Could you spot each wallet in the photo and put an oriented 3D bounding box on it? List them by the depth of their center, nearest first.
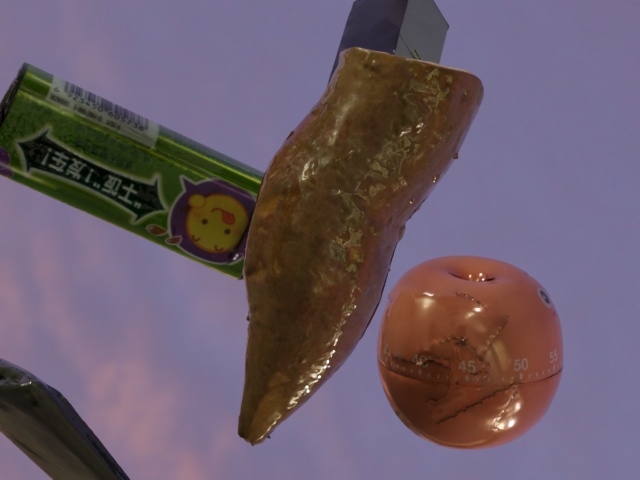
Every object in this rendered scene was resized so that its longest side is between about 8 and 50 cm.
[{"bbox_3d":[-0.253,0.212,1.603,0.168,0.052,0.245,5,-42,53],"label":"wallet"}]

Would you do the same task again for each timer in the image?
[{"bbox_3d":[0.181,0.133,1.928,0.229,0.229,0.215,13,-67,42],"label":"timer"}]

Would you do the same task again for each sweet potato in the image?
[{"bbox_3d":[0.001,0.000,1.248,0.131,0.337,0.131,28,0,0],"label":"sweet potato"}]

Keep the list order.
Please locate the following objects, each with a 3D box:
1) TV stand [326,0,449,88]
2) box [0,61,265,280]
[{"bbox_3d":[0.068,-0.175,1.701,0.088,0.269,0.083,-20,-57,25],"label":"TV stand"},{"bbox_3d":[-0.221,-0.081,1.868,0.345,0.097,0.134,24,-72,-14],"label":"box"}]
